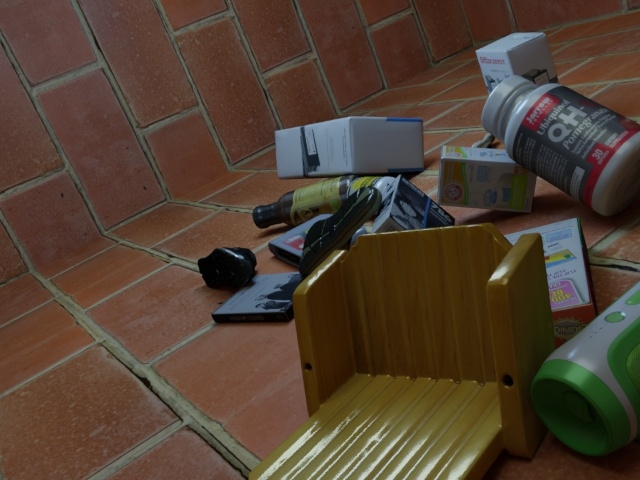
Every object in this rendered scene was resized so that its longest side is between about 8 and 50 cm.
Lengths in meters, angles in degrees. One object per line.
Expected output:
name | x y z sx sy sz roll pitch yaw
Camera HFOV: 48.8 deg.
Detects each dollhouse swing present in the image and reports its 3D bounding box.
dollhouse swing | 0.071 0.158 0.901 0.347 0.314 0.305 -5 5 43

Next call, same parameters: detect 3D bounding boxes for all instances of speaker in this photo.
speaker | 0.387 0.125 0.839 0.297 0.131 0.131 -32 20 -25

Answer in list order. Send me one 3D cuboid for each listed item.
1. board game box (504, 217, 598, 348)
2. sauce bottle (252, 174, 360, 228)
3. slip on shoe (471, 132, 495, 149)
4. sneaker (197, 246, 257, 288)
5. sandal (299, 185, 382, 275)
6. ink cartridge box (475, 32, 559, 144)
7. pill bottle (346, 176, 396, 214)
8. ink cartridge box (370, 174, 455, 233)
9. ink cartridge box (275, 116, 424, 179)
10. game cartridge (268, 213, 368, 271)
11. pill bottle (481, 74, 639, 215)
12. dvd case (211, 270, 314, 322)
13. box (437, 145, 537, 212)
board game box | 0.319 0.078 1.161 0.242 0.064 0.316 -15 19 23
sauce bottle | -0.038 -0.101 2.044 0.345 0.111 0.111 -14 20 30
slip on shoe | 0.477 -0.273 2.033 0.041 0.051 0.135 34 37 21
sneaker | -0.212 0.050 1.793 0.124 0.107 0.283 -24 9 -27
sandal | 0.044 -0.003 1.520 0.303 0.086 0.120 -38 32 44
ink cartridge box | 0.546 -0.400 1.903 0.122 0.289 0.211 -24 17 -3
pill bottle | 0.158 -0.117 1.856 0.103 0.103 0.184 -32 19 -26
ink cartridge box | 0.201 -0.039 1.475 0.065 0.165 0.332 -49 8 24
ink cartridge box | 0.082 -0.280 2.179 0.286 0.166 0.395 -6 5 -35
game cartridge | 0.000 0.000 1.798 0.196 0.060 0.294 -25 17 -19
pill bottle | 0.476 -0.198 1.375 0.176 0.176 0.318 -31 51 -24
dvd case | -0.110 0.126 1.598 0.239 0.029 0.179 -7 23 41
box | 0.361 -0.136 1.545 0.203 0.114 0.103 6 24 9
